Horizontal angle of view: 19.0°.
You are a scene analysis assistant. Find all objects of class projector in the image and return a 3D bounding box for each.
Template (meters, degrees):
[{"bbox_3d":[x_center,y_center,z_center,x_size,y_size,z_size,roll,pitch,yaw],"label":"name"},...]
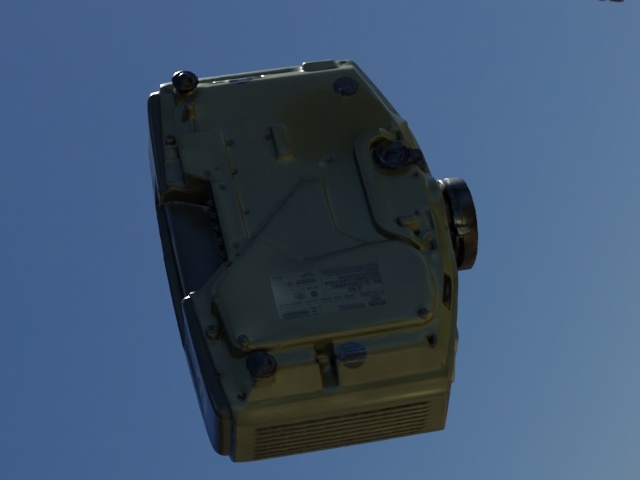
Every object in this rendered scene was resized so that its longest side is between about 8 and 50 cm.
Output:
[{"bbox_3d":[0.000,0.000,1.210,0.194,0.269,0.088,-8,-36,-10],"label":"projector"}]

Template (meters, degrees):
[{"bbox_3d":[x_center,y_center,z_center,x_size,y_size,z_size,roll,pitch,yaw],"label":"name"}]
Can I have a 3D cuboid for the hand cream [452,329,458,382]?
[{"bbox_3d":[0.091,0.088,1.682,0.053,0.084,0.142,-51,-7,-8],"label":"hand cream"}]
